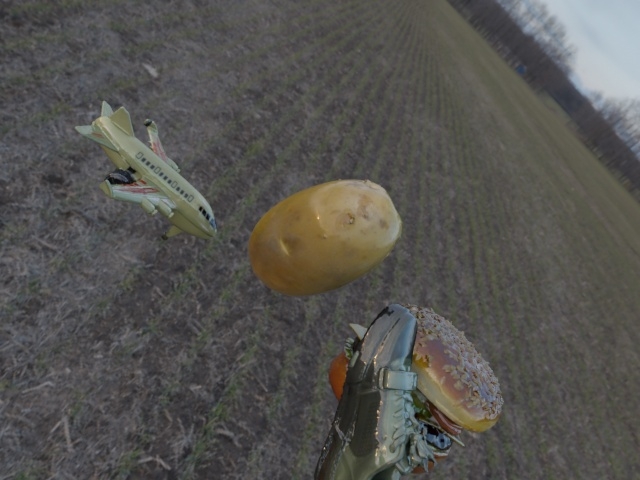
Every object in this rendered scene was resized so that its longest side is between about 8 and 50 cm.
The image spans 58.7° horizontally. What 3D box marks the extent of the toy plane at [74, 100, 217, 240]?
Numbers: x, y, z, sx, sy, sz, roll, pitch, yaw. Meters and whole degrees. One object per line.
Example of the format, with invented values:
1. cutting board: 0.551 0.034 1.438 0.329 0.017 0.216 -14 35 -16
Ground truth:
1. toy plane: -0.257 -0.093 0.872 0.256 0.104 0.241 59 15 -27

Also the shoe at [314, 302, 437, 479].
1. shoe: 0.104 0.243 0.777 0.149 0.292 0.109 21 1 39

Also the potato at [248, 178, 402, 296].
1. potato: 0.000 0.000 0.796 0.150 0.234 0.146 60 22 -3

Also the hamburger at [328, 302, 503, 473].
1. hamburger: 0.171 0.246 1.005 0.291 0.225 0.291 42 11 -10
